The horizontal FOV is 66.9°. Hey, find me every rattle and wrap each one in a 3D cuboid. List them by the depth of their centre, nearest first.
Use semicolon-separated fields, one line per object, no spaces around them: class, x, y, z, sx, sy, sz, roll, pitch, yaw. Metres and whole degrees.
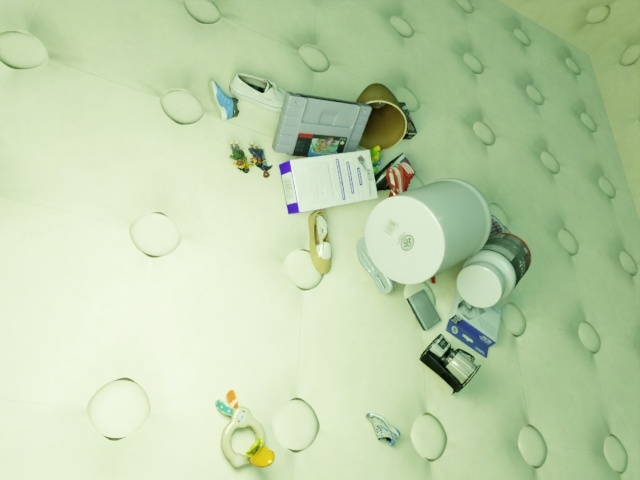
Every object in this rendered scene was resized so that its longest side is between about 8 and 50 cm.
rattle;-0.207;0.501;1.299;0.130;0.143;0.200;-10;78;-14

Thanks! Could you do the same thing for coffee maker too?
coffee maker;0.443;0.443;1.714;0.178;0.171;0.120;40;28;18

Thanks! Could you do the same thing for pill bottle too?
pill bottle;0.689;0.116;1.930;0.362;0.210;0.210;-29;83;-48

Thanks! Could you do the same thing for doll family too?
doll family;-0.240;-0.279;1.694;0.192;0.076;0.112;-7;66;-36

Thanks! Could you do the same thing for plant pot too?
plant pot;0.234;-0.544;2.027;0.237;0.237;0.255;23;44;-19

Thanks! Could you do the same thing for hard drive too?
hard drive;0.390;0.262;1.836;0.094;0.022;0.135;-21;79;-36

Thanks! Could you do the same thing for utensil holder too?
utensil holder;0.390;-0.038;1.741;0.385;0.327;0.328;-20;78;-49

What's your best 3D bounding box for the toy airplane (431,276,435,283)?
toy airplane;0.423;0.094;1.933;0.151;0.028;0.151;14;59;-25

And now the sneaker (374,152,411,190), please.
sneaker;0.302;-0.249;1.985;0.124;0.107;0.283;52;52;-6

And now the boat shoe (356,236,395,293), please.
boat shoe;0.204;0.093;1.786;0.075;0.083;0.227;-2;66;-61

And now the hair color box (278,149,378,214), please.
hair color box;0.032;-0.213;1.754;0.338;0.110;0.185;-12;94;-27

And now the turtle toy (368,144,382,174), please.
turtle toy;0.210;-0.321;1.978;0.066;0.095;0.130;38;51;-36

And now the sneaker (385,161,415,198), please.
sneaker;0.337;-0.208;1.928;0.128;0.087;0.221;-31;130;-27

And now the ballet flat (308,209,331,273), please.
ballet flat;0.000;0.000;1.700;0.080;0.073;0.233;0;67;-30

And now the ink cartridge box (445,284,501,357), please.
ink cartridge box;0.613;0.315;1.928;0.223;0.045;0.224;34;54;-12

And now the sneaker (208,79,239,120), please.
sneaker;-0.344;-0.510;1.751;0.084;0.058;0.152;-19;82;-30

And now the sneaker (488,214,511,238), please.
sneaker;0.799;-0.036;2.174;0.236;0.095;0.105;46;43;-23

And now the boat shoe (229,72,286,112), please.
boat shoe;-0.208;-0.569;1.843;0.267;0.088;0.096;15;60;-24

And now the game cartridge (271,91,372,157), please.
game cartridge;0.007;-0.419;1.819;0.354;0.230;0.068;-2;34;-31

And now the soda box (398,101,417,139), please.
soda box;0.377;-0.544;2.199;0.060;0.053;0.169;-8;72;-33

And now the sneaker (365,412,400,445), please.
sneaker;0.194;0.600;1.539;0.135;0.052;0.058;40;57;-8
